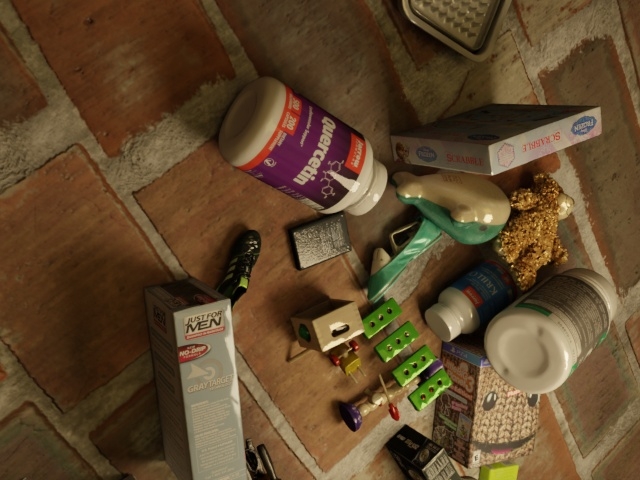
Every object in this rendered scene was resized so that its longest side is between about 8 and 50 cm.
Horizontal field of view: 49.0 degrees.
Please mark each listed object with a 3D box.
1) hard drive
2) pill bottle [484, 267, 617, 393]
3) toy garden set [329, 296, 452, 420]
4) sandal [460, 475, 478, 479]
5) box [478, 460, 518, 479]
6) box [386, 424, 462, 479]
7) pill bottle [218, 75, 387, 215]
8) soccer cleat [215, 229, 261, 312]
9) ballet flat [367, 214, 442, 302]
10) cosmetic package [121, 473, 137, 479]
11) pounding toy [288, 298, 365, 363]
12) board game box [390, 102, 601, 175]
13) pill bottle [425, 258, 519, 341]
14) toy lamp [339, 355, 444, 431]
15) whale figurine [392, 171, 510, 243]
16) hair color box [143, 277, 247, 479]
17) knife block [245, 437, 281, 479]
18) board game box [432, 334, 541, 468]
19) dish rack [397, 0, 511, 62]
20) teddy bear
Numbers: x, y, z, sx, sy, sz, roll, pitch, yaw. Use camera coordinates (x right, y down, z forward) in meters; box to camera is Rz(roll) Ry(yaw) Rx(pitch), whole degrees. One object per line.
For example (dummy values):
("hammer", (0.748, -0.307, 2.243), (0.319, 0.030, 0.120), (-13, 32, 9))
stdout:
("hard drive", (0.000, 0.000, 1.516), (0.135, 0.022, 0.094), (-21, 110, -26))
("pill bottle", (0.559, 0.199, 1.667), (0.361, 0.204, 0.204), (-24, 112, -45))
("toy garden set", (0.152, 0.288, 1.609), (0.203, 0.049, 0.244), (-35, 91, -19))
("sandal", (0.349, 0.667, 1.839), (0.219, 0.060, 0.090), (11, 94, -32))
("box", (0.483, 0.701, 1.936), (0.109, 0.042, 0.178), (2, 99, -31))
("box", (0.262, 0.561, 1.714), (0.077, 0.147, 0.180), (-39, 118, -19))
("pill bottle", (-0.025, -0.169, 1.373), (0.323, 0.181, 0.182), (26, 86, -32))
("soccer cleat", (-0.158, 0.065, 1.404), (0.060, 0.072, 0.179), (27, 85, -32))
("ballet flat", (0.172, 0.033, 1.603), (0.247, 0.083, 0.087), (-44, 94, -17))
("cosmetic package", (-0.352, 0.720, 1.369), (0.230, 0.161, 0.453), (-29, 113, -23))
("pounding toy", (0.001, 0.198, 1.506), (0.141, 0.130, 0.100), (-22, 99, -26))
("board game box", (0.372, -0.228, 1.520), (0.318, 0.318, 0.066), (-20, 110, -25))
("pill bottle", (0.366, 0.150, 1.706), (0.221, 0.124, 0.124), (-33, 115, -23))
("toy lamp", (0.174, 0.354, 1.663), (0.274, 0.080, 0.080), (-23, 111, -23))
("whale figurine", (0.287, -0.075, 1.587), (0.272, 0.216, 0.141), (11, 120, -10))
("hair color box", (-0.237, 0.277, 1.333), (0.113, 0.185, 0.375), (-12, 106, -28))
("knife block", (-0.107, 0.550, 1.443), (0.088, 0.276, 0.242), (-25, 141, -24))
("board game box", (0.429, 0.398, 1.784), (0.232, 0.141, 0.291), (-2, 101, -31))
("dish rack", (0.309, -0.592, 1.553), (0.285, 0.072, 0.333), (21, 89, -33))
("teddy bear", (0.528, -0.030, 1.708), (0.338, 0.113, 0.245), (-27, 94, -41))
